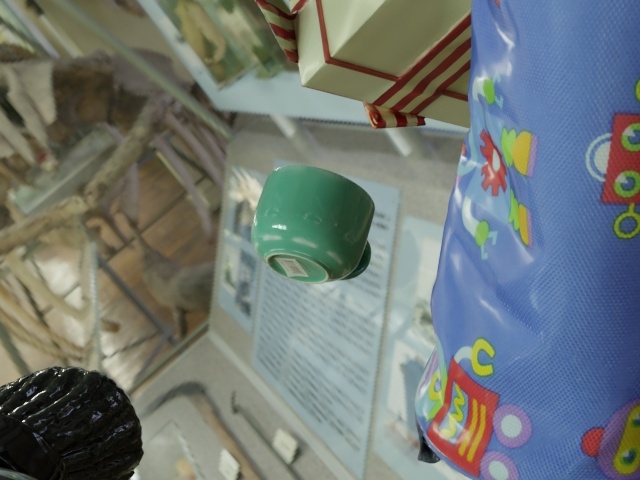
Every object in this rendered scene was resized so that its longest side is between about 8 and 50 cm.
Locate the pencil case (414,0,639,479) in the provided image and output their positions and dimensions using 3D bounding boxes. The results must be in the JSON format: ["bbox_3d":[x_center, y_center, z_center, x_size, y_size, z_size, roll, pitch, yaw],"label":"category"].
[{"bbox_3d":[0.102,-0.049,0.375,0.119,0.306,0.133,-4,20,-14],"label":"pencil case"}]

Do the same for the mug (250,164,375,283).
[{"bbox_3d":[-0.001,-0.004,1.117,0.129,0.158,0.097,-42,27,62],"label":"mug"}]

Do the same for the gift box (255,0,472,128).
[{"bbox_3d":[0.091,-0.275,0.943,0.258,0.276,0.255,-40,45,48],"label":"gift box"}]

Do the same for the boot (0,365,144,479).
[{"bbox_3d":[-0.171,0.154,0.552,0.348,0.131,0.260,-4,3,32],"label":"boot"}]
